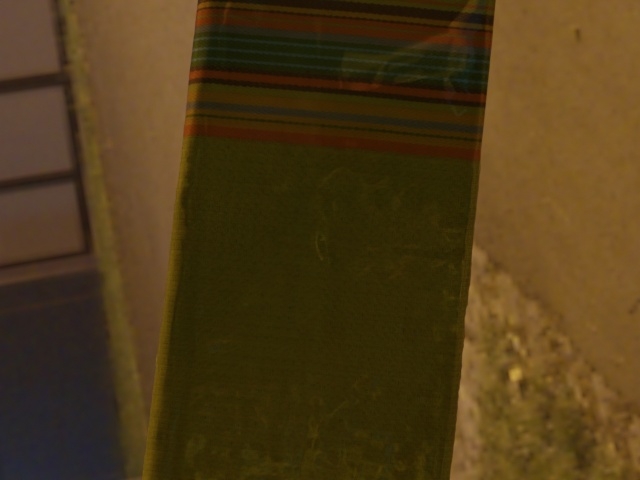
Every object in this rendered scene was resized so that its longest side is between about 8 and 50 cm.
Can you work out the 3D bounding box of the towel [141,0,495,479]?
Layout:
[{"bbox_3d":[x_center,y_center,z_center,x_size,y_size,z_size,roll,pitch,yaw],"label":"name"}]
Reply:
[{"bbox_3d":[0.000,0.000,0.528,0.021,0.102,0.237,76,-160,-80],"label":"towel"}]
